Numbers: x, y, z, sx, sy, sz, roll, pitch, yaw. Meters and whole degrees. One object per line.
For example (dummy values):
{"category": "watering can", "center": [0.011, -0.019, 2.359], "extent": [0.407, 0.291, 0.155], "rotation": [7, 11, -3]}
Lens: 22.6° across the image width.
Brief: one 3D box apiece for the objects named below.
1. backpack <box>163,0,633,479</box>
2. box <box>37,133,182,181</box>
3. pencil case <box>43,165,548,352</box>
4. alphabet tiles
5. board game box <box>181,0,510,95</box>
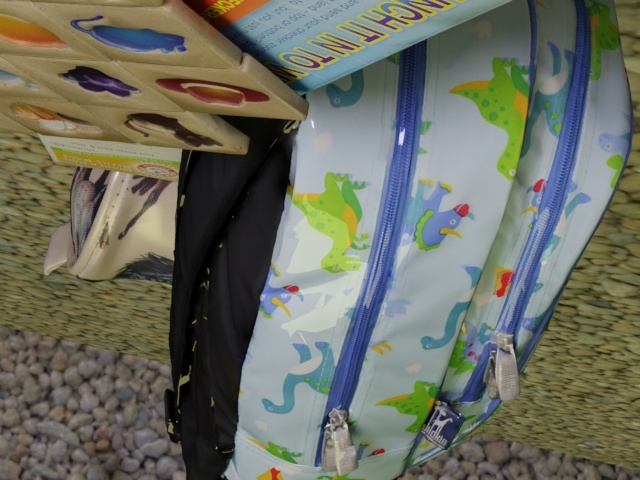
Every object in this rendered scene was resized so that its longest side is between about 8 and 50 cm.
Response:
{"category": "backpack", "center": [0.026, -0.029, 0.902], "extent": [0.273, 0.290, 0.355], "rotation": [0, 140, 5]}
{"category": "box", "center": [-0.121, -0.119, 0.982], "extent": [0.103, 0.114, 0.203], "rotation": [9, 166, 3]}
{"category": "pencil case", "center": [0.000, 0.000, 1.249], "extent": [0.410, 0.160, 0.183], "rotation": [17, 145, -24]}
{"category": "alphabet tiles", "center": [-0.177, -0.097, 0.602], "extent": [0.285, 0.011, 0.342], "rotation": [6, 167, 27]}
{"category": "board game box", "center": [-0.077, -0.152, 0.491], "extent": [0.302, 0.086, 0.308], "rotation": [17, 166, -24]}
